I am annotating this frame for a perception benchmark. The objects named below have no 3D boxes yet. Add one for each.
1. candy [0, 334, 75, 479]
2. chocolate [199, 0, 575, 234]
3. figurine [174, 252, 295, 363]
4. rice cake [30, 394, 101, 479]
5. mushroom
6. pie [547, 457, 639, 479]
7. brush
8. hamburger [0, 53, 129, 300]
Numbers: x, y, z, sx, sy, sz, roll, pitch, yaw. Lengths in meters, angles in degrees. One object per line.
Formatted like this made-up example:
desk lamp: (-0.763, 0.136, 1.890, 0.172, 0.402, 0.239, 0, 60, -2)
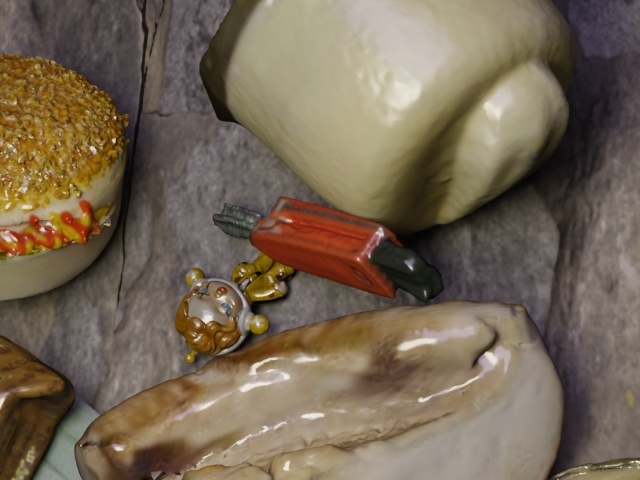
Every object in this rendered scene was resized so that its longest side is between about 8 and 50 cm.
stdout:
candy: (-0.335, 0.227, 1.772, 0.143, 0.101, 0.271, 23, 80, 34)
chocolate: (0.086, -0.150, 1.794, 0.314, 0.326, 0.297, -37, 78, -8)
figurine: (-0.087, 0.056, 1.854, 0.101, 0.068, 0.143, 12, 56, 16)
rice cake: (-0.269, 0.232, 1.825, 0.198, 0.037, 0.189, 27, 74, 25)
mushroom: (0.014, 0.193, 1.697, 0.397, 0.224, 0.313, -31, 22, -22)
pie: (0.261, 0.317, 1.634, 0.274, 0.055, 0.274, -6, 63, 12)
brush: (0.000, -0.001, 1.776, 0.323, 0.070, 0.051, 16, 67, 48)
hamburger: (-0.327, -0.077, 1.874, 0.276, 0.179, 0.294, -3, 43, -7)
